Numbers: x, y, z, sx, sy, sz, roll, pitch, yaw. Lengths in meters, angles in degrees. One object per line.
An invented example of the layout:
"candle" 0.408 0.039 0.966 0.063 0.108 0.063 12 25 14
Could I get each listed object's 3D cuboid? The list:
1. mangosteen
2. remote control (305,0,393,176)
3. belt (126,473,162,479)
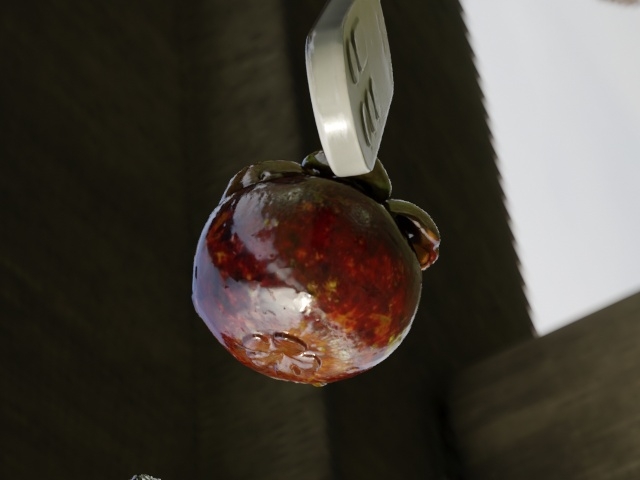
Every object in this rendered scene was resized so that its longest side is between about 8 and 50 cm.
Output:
"mangosteen" -0.008 0.009 1.101 0.156 0.146 0.181 36 -148 -29
"remote control" 0.019 -0.095 0.900 0.245 0.022 0.077 -70 -29 -72
"belt" -0.137 0.299 1.333 0.295 0.160 0.207 61 -170 -54
